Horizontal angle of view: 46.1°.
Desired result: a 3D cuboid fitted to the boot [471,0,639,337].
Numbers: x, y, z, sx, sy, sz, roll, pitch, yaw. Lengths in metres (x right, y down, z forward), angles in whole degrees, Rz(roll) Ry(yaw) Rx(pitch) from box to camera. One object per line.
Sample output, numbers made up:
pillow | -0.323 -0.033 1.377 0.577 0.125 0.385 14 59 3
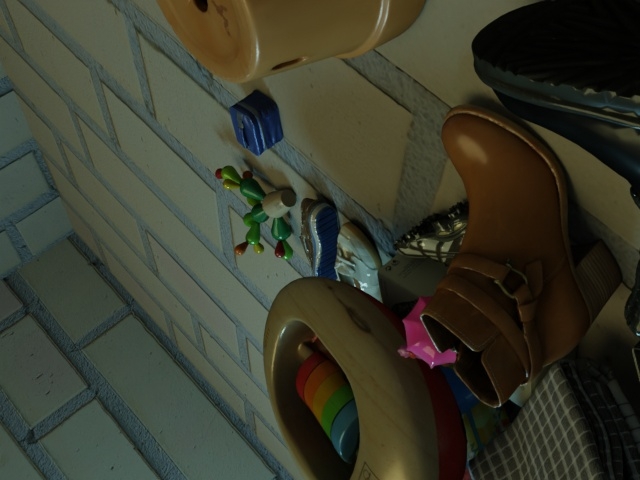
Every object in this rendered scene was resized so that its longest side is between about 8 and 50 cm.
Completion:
boot | 0.280 -0.042 0.637 0.348 0.131 0.260 33 150 38

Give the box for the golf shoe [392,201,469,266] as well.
golf shoe | 0.167 0.010 0.999 0.094 0.077 0.198 54 158 -5

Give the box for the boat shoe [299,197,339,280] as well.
boat shoe | 0.000 0.000 1.327 0.066 0.066 0.183 39 144 40

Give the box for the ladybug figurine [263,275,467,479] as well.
ladybug figurine | 0.062 0.225 1.060 0.449 0.161 0.305 50 134 49

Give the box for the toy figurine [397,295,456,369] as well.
toy figurine | 0.151 0.108 0.890 0.173 0.159 0.130 -38 64 40

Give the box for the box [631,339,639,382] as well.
box | 0.472 0.239 0.751 0.257 0.079 0.322 15 137 53

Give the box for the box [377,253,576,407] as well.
box | 0.209 0.111 1.039 0.275 0.094 0.113 31 149 42

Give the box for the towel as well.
towel | 0.286 0.299 0.845 0.284 0.121 0.235 -102 24 -50

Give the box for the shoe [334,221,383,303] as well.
shoe | 0.066 0.064 1.288 0.076 0.058 0.219 30 148 43

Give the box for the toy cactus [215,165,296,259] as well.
toy cactus | -0.112 -0.057 1.420 0.180 0.112 0.219 -21 97 56

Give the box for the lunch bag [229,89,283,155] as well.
lunch bag | -0.109 -0.189 1.245 0.067 0.065 0.098 36 152 34

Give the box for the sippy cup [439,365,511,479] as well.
sippy cup | 0.209 0.314 1.200 0.305 0.240 0.224 -4 113 36

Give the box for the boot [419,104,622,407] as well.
boot | 0.172 0.013 0.803 0.283 0.220 0.109 55 156 -6

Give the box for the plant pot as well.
plant pot | -0.056 -0.304 0.802 0.291 0.203 0.291 42 155 25
